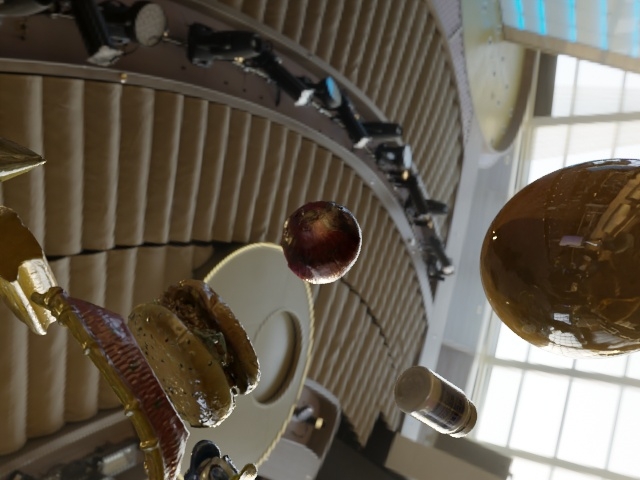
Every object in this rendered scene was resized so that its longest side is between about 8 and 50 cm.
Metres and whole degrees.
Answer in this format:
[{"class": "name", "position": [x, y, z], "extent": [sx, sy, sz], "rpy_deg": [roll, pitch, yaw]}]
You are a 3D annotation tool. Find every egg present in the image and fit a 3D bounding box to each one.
[{"class": "egg", "position": [0.433, 0.024, 1.053], "extent": [0.301, 0.374, 0.301], "rpy_deg": [-21, -90, -79]}]

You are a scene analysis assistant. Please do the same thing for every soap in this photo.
[{"class": "soap", "position": [-0.510, 0.037, 1.135], "extent": [0.080, 0.160, 0.257], "rpy_deg": [-41, -18, -28]}]

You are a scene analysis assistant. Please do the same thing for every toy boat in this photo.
[{"class": "toy boat", "position": [-0.243, 0.184, 0.841], "extent": [0.099, 0.141, 0.318], "rpy_deg": [-27, -96, -18]}]

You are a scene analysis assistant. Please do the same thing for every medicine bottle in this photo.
[{"class": "medicine bottle", "position": [0.245, 0.342, 1.445], "extent": [0.187, 0.103, 0.102], "rpy_deg": [37, -115, -37]}]

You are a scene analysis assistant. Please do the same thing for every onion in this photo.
[{"class": "onion", "position": [0.000, 0.000, 1.066], "extent": [0.131, 0.131, 0.131], "rpy_deg": [-27, -58, -55]}]

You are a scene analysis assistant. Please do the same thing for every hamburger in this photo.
[{"class": "hamburger", "position": [-0.298, 0.239, 1.541], "extent": [0.195, 0.318, 0.276], "rpy_deg": [-34, -55, -39]}]

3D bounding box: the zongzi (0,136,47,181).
[{"class": "zongzi", "position": [-0.556, -0.101, 1.051], "extent": [0.289, 0.318, 0.154], "rpy_deg": [148, 130, -79]}]

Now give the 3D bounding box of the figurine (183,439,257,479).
[{"class": "figurine", "position": [-0.155, 0.502, 1.150], "extent": [0.283, 0.205, 0.338], "rpy_deg": [115, 132, -70]}]
